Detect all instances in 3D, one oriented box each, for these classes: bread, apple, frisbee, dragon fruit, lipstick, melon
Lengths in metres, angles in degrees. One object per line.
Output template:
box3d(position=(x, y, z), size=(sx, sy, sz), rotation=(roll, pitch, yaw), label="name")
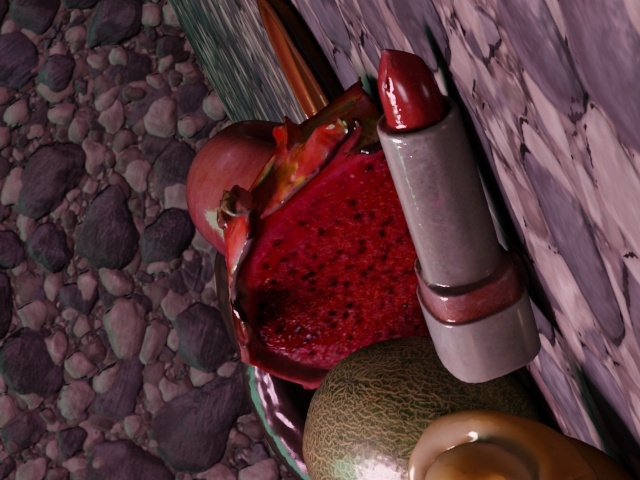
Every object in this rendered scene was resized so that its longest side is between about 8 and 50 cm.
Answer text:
box3d(position=(0.146, 0.225, 1.006), size=(0.173, 0.121, 0.311), rotation=(-118, 3, -52), label="bread")
box3d(position=(-0.046, -0.044, 1.697), size=(0.153, 0.153, 0.120), rotation=(-122, 43, -56), label="apple")
box3d(position=(0.012, -0.087, 1.508), size=(0.250, 0.021, 0.251), rotation=(62, 176, 8), label="frisbee")
box3d(position=(-0.009, -0.004, 1.254), size=(0.126, 0.161, 0.274), rotation=(57, 176, 38), label="dragon fruit")
box3d(position=(0.065, -0.020, 0.955), size=(0.063, 0.057, 0.186), rotation=(-122, 12, -59), label="lipstick")
box3d(position=(0.063, 0.131, 1.226), size=(0.192, 0.139, 0.139), rotation=(5, 130, 44), label="melon")

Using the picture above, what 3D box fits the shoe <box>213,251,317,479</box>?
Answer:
box3d(position=(-0.001, 0.098, 1.769), size=(0.384, 0.171, 0.237), rotation=(60, -175, 25), label="shoe")
